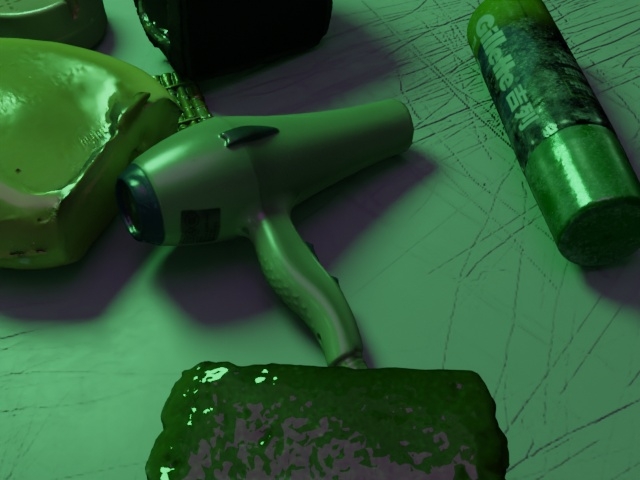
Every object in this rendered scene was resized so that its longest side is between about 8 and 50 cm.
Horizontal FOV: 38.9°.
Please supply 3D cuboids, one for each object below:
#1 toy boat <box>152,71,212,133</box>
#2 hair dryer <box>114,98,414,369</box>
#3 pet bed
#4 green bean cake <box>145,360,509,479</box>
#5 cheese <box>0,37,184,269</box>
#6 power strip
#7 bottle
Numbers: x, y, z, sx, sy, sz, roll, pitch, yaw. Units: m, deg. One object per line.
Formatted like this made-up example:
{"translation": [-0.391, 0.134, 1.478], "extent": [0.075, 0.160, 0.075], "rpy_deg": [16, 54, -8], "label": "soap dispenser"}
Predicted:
{"translation": [-0.156, -0.146, 0.988], "extent": [0.063, 0.016, 0.115], "rpy_deg": [-16, 47, -12], "label": "toy boat"}
{"translation": [0.008, -0.032, 0.835], "extent": [0.298, 0.119, 0.296], "rpy_deg": [38, 54, 14], "label": "hair dryer"}
{"translation": [-0.107, -0.304, 1.013], "extent": [0.211, 0.183, 0.159], "rpy_deg": [-23, 52, -24], "label": "pet bed"}
{"translation": [0.010, 0.194, 0.586], "extent": [0.248, 0.125, 0.222], "rpy_deg": [-2, 48, 5], "label": "green bean cake"}
{"translation": [-0.320, -0.101, 0.889], "extent": [0.315, 0.128, 0.259], "rpy_deg": [19, 47, 12], "label": "cheese"}
{"translation": [-0.337, -0.278, 1.084], "extent": [0.154, 0.078, 0.154], "rpy_deg": [-4, 47, 4], "label": "power strip"}
{"translation": [0.226, -0.122, 0.887], "extent": [0.093, 0.093, 0.330], "rpy_deg": [-7, 46, -3], "label": "bottle"}
